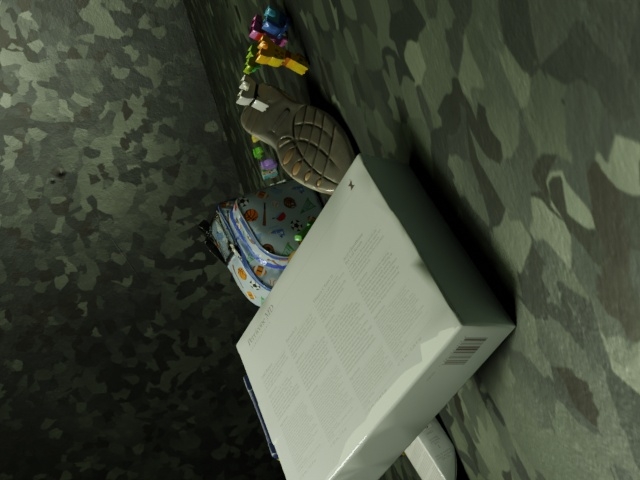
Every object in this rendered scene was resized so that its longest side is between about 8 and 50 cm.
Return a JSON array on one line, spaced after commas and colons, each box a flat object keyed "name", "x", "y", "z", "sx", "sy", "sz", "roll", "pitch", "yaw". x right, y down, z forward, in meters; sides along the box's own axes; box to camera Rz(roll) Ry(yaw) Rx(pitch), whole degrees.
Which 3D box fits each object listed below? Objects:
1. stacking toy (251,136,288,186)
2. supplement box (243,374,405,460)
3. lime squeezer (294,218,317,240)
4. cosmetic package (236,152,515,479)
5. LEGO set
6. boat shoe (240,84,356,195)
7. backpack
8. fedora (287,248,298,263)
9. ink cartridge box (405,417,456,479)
[{"name": "stacking toy", "x": -0.137, "y": -0.197, "z": 2.251, "sx": 0.221, "sy": 0.052, "sz": 0.167, "roll": 108, "pitch": 143, "yaw": -79}, {"name": "supplement box", "x": 0.016, "y": 0.387, "z": 1.805, "sx": 0.356, "sy": 0.195, "sz": 0.194, "roll": 50, "pitch": -169, "yaw": -53}, {"name": "lime squeezer", "x": 0.000, "y": 0.000, "z": 1.630, "sx": 0.058, "sy": 0.110, "sz": 0.310, "roll": 22, "pitch": 166, "yaw": 20}, {"name": "cosmetic package", "x": 0.044, "y": 0.124, "z": 1.061, "sx": 0.377, "sy": 0.097, "sz": 0.284, "roll": -56, "pitch": 45, "yaw": 32}, {"name": "LEGO set", "x": -0.074, "y": -0.322, "z": 1.447, "sx": 0.087, "sy": 0.093, "sz": 0.227, "roll": -43, "pitch": 31, "yaw": 44}, {"name": "boat shoe", "x": -0.016, "y": -0.167, "z": 1.427, "sx": 0.116, "sy": 0.123, "sz": 0.324, "roll": 31, "pitch": -167, "yaw": -44}, {"name": "backpack", "x": -0.088, "y": 0.009, "z": 1.815, "sx": 0.264, "sy": 0.276, "sz": 0.213, "roll": 65, "pitch": 157, "yaw": 11}, {"name": "fedora", "x": 0.034, "y": 0.034, "z": 1.491, "sx": 0.194, "sy": 0.194, "sz": 0.079, "roll": 87, "pitch": -164, "yaw": -63}, {"name": "ink cartridge box", "x": 0.222, "y": 0.419, "z": 1.457, "sx": 0.225, "sy": 0.056, "sz": 0.181, "roll": 55, "pitch": 166, "yaw": 23}]
